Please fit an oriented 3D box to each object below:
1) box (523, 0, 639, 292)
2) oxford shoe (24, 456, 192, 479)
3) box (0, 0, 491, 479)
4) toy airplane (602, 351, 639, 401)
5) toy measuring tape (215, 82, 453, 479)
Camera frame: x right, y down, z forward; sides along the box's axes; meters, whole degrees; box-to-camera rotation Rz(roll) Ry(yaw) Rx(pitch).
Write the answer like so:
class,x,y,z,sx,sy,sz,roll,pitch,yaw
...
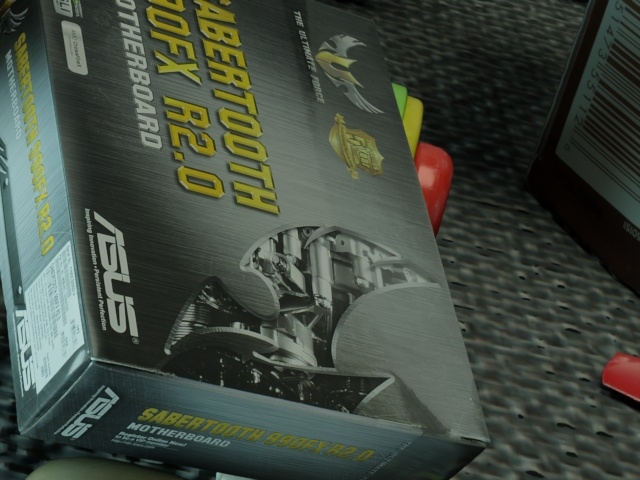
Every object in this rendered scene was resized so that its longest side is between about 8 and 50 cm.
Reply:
class,x,y,z,sx,sy,sz,roll,pitch,yaw
box,0.328,-0.088,1.170,0.381,0.191,0.143,-1,33,-32
oxford shoe,0.050,0.131,0.677,0.348,0.130,0.123,19,30,6
box,-0.041,-0.015,0.790,0.183,0.056,0.231,15,46,-33
toy airplane,0.221,0.076,0.984,0.151,0.028,0.151,14,28,-8
toy measuring tape,0.000,0.000,0.910,0.121,0.121,0.330,16,28,-1
